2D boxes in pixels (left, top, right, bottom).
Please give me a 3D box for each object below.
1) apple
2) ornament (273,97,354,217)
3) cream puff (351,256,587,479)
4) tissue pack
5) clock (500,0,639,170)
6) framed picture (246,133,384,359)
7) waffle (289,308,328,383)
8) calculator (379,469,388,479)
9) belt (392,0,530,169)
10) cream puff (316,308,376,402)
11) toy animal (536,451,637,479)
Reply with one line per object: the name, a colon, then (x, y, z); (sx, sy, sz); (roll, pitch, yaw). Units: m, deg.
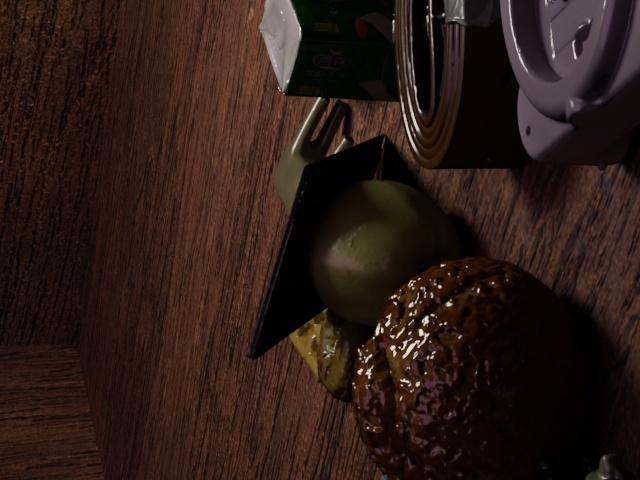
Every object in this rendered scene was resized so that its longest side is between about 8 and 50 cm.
apple: (0.076, 0.019, 1.899); (0.200, 0.200, 0.200); (179, 90, -71)
ornament: (-0.013, -0.059, 2.223); (0.245, 0.061, 0.230); (-61, 27, 20)
cream puff: (0.145, 0.156, 1.646); (0.303, 0.212, 0.303); (-175, 90, -70)
tissue pack: (0.051, -0.274, 1.918); (0.148, 0.209, 0.156); (-109, 28, -45)
clock: (0.263, -0.255, 1.440); (0.295, 0.113, 0.322); (133, 135, -64)
framed picture: (0.000, 0.000, 2.010); (0.338, 0.014, 0.255); (-31, -40, -69)
waffle: (0.000, 0.066, 2.316); (0.221, 0.055, 0.248); (-131, 44, -63)
calculator: (0.098, 0.272, 2.088); (0.095, 0.021, 0.153); (-130, 46, -63)
belt: (0.163, -0.248, 1.720); (0.217, 0.122, 0.339); (-177, 87, -73)
cream puff: (0.050, 0.149, 2.129); (0.149, 0.084, 0.149); (-176, 90, -69)
toy animal: (0.251, 0.289, 1.526); (0.121, 0.094, 0.225); (58, 135, 39)
